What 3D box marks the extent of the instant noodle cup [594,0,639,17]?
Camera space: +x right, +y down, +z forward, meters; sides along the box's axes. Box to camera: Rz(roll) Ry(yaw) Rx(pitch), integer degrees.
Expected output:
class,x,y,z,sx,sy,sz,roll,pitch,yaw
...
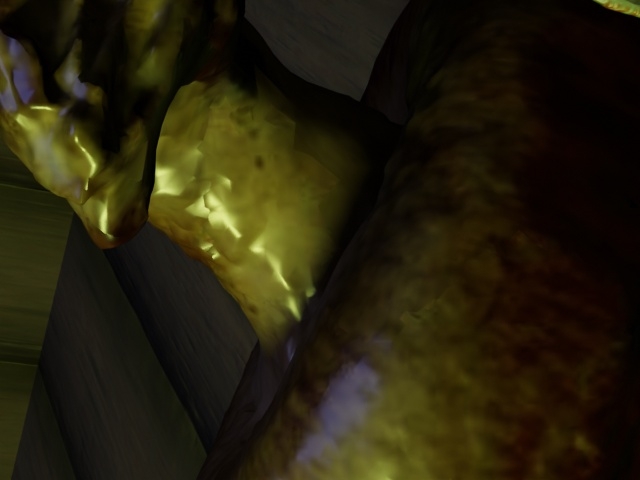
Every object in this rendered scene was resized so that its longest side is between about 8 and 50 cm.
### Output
class,x,y,z,sx,sy,sz,roll,pitch,yaw
instant noodle cup,0.170,-0.222,0.509,0.190,0.251,0.251,-20,62,56

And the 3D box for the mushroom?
class,x,y,z,sx,sy,sz,roll,pitch,yaw
mushroom,0.004,0.021,0.626,0.334,0.356,0.331,133,141,-66
